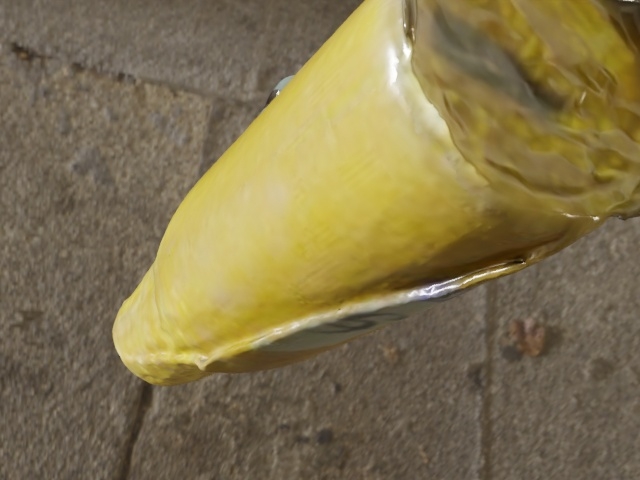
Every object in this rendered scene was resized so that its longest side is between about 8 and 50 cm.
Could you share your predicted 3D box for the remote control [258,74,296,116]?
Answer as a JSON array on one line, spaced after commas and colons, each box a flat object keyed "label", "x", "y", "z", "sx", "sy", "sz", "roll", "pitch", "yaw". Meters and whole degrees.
[{"label": "remote control", "x": -0.016, "y": -0.073, "z": 0.933, "sx": 0.097, "sy": 0.045, "sz": 0.256, "roll": 32, "pitch": 32, "yaw": -16}]

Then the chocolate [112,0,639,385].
[{"label": "chocolate", "x": 0.000, "y": 0.000, "z": 0.664, "sx": 0.162, "sy": 0.445, "sz": 0.162, "roll": 14, "pitch": 61, "yaw": -27}]
